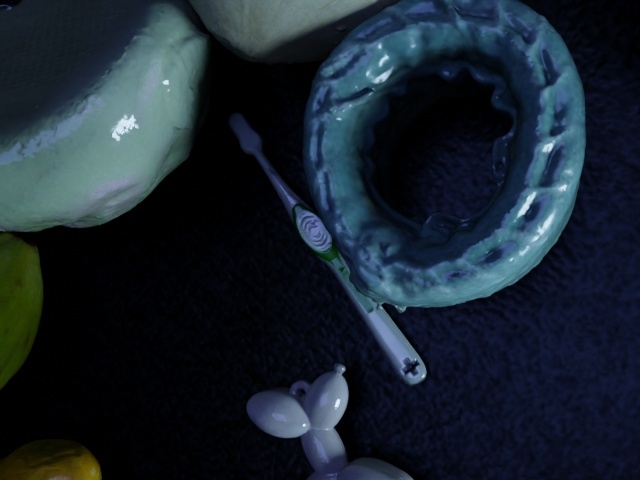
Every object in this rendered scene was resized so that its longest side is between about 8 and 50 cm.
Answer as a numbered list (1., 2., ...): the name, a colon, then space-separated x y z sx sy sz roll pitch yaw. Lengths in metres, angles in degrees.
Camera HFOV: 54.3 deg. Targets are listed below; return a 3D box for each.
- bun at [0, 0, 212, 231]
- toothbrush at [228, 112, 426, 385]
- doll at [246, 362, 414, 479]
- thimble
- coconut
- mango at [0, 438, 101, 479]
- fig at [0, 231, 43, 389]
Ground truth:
1. bun: -0.225 -0.109 0.584 0.293 0.187 0.293 -11 52 15
2. toothbrush: -0.001 0.000 0.563 0.030 0.030 0.304 -39 72 13
3. doll: -0.003 0.191 0.527 0.160 0.059 0.161 41 100 19
4. thimble: 0.091 -0.056 0.474 0.198 0.143 0.235 21 91 23
5. coconut: -0.017 -0.249 0.501 0.241 0.241 0.241 -3 83 21
6. mango: -0.293 0.252 0.624 0.190 0.075 0.098 -14 63 23
7. fig: -0.386 0.074 0.622 0.203 0.203 0.225 28 74 22
